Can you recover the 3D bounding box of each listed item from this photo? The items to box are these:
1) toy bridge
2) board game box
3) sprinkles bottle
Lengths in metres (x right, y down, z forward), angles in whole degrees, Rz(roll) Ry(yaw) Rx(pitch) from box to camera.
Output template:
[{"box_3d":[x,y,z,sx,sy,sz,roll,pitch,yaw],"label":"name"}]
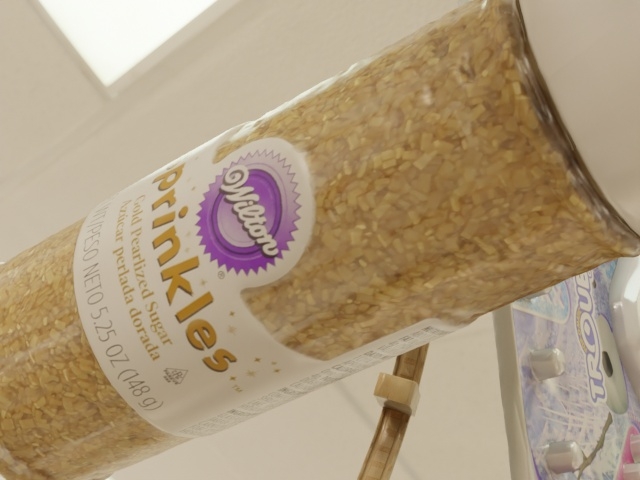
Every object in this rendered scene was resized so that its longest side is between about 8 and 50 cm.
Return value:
[{"box_3d":[0.047,0.095,0.734,0.026,0.188,0.063,15,-13,11],"label":"toy bridge"},{"box_3d":[0.210,0.056,0.681,0.050,0.390,0.390,-16,-22,33],"label":"board game box"},{"box_3d":[0.000,0.000,0.497,0.355,0.121,0.121,-27,-71,27],"label":"sprinkles bottle"}]
